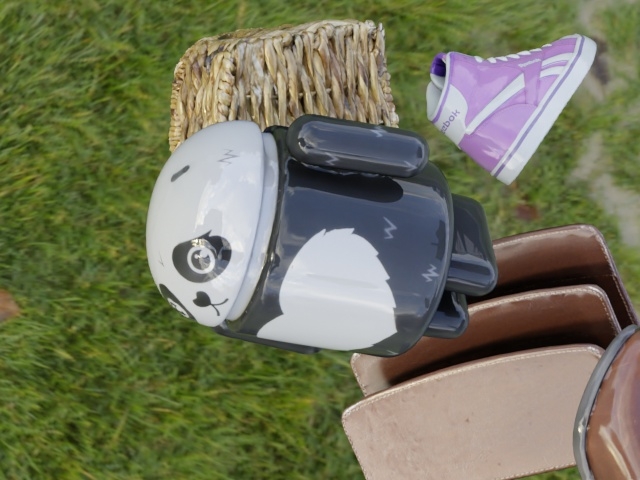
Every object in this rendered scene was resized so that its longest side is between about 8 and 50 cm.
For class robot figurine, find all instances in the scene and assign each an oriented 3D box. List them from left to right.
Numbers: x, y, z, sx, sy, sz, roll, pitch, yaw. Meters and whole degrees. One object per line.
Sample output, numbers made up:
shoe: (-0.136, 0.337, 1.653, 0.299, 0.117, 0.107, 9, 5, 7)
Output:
robot figurine: (-0.001, 0.003, 0.955, 0.278, 0.173, 0.209, 11, 96, -16)

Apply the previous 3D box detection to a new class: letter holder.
letter holder: (0.173, 0.127, 1.249, 0.214, 0.302, 0.152, 66, 29, -10)

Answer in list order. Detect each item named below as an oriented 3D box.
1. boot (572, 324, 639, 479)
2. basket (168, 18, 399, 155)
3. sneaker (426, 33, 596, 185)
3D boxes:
boot: (0.329, 0.211, 0.895, 0.096, 0.280, 0.264, 19, 80, -55)
basket: (-0.056, -0.059, 1.186, 0.213, 0.223, 0.299, -17, 105, -28)
sneaker: (0.223, -0.199, 1.416, 0.161, 0.102, 0.282, 35, 45, 6)
